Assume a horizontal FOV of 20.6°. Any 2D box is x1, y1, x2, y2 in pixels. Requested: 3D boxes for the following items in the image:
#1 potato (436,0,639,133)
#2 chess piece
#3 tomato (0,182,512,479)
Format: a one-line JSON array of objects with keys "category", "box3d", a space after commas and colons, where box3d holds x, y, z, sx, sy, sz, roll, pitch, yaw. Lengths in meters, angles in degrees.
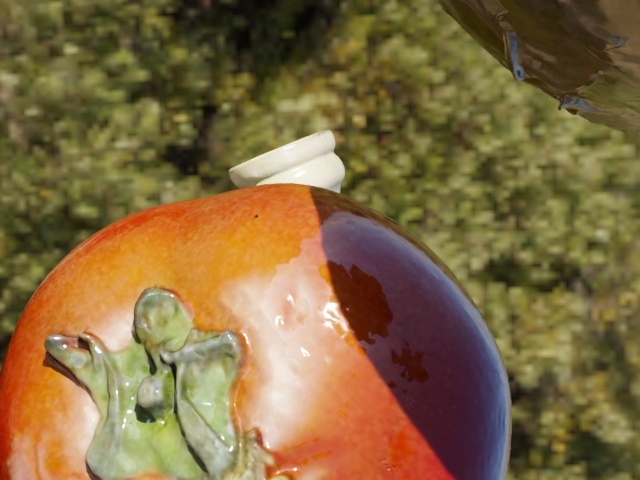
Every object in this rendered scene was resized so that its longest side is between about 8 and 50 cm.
[{"category": "potato", "box3d": [0.140, -0.160, 0.800, 0.196, 0.246, 0.299, -56, 173, -45]}, {"category": "chess piece", "box3d": [0.000, 0.000, 1.450, 0.170, 0.094, 0.094, 65, 28, -2]}, {"category": "tomato", "box3d": [-0.030, 0.123, 1.098, 0.321, 0.322, 0.321, -1, 90, -65]}]
